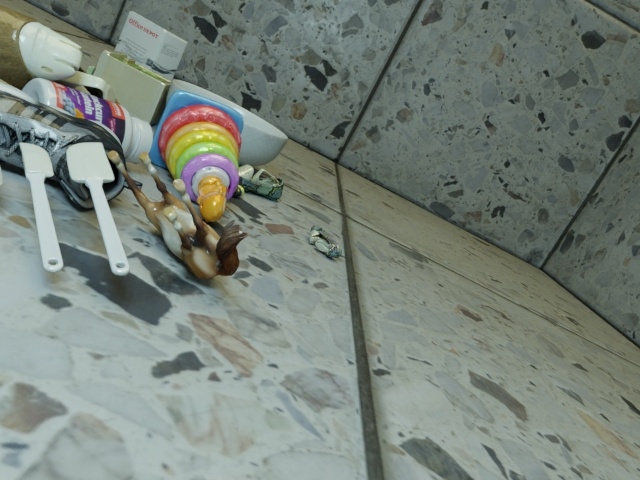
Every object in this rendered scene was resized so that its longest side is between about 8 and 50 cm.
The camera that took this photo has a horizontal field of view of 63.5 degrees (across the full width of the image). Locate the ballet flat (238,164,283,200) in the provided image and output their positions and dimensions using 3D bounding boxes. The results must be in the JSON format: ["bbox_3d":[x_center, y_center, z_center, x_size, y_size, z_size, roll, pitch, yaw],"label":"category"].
[{"bbox_3d":[-0.164,-0.148,1.235,0.188,0.070,0.070,13,21,-47],"label":"ballet flat"}]

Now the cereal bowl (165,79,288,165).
[{"bbox_3d":[-0.267,-0.298,1.415,0.339,0.141,0.339,26,14,-7],"label":"cereal bowl"}]

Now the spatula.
[{"bbox_3d":[-0.298,-0.038,0.543,0.168,0.019,0.242,-3,42,-32],"label":"spatula"}]

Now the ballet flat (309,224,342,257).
[{"bbox_3d":[0.000,0.000,1.078,0.041,0.041,0.114,16,18,-41],"label":"ballet flat"}]

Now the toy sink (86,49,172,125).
[{"bbox_3d":[-0.524,-0.419,1.376,0.234,0.131,0.153,25,13,-9],"label":"toy sink"}]

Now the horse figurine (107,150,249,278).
[{"bbox_3d":[-0.176,-0.021,0.667,0.263,0.066,0.174,35,-23,38],"label":"horse figurine"}]

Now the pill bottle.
[{"bbox_3d":[-0.383,-0.186,0.855,0.108,0.108,0.193,37,17,33],"label":"pill bottle"}]

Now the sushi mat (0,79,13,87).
[{"bbox_3d":[-0.588,-0.323,1.146,0.151,0.019,0.316,25,14,-10],"label":"sushi mat"}]

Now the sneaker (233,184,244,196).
[{"bbox_3d":[-0.206,-0.124,1.133,0.083,0.031,0.035,30,14,6],"label":"sneaker"}]

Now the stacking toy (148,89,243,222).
[{"bbox_3d":[-0.211,-0.132,0.960,0.166,0.175,0.302,16,29,-31],"label":"stacking toy"}]

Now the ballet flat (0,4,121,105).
[{"bbox_3d":[-0.431,-0.273,0.866,0.124,0.116,0.342,5,-18,11],"label":"ballet flat"}]

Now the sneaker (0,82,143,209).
[{"bbox_3d":[-0.363,-0.121,0.675,0.153,0.101,0.269,39,17,35],"label":"sneaker"}]

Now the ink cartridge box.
[{"bbox_3d":[-0.524,-0.525,1.535,0.172,0.237,0.100,34,15,23],"label":"ink cartridge box"}]
